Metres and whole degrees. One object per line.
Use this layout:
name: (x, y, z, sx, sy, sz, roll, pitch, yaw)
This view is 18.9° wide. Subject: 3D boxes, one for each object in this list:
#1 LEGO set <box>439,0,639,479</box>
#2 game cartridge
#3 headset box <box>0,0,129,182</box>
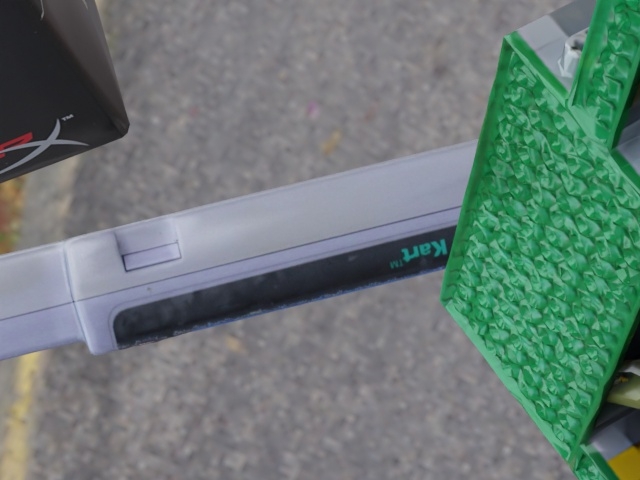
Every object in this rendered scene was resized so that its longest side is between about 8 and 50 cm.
LEGO set: (0.167, -0.019, 0.308, 0.192, 0.331, 0.255, -28, 57, -20)
game cartridge: (0.000, 0.000, 0.942, 0.230, 0.355, 0.068, -159, 56, -83)
headset box: (-0.186, -0.083, 0.327, 0.218, 0.293, 0.110, -20, 66, 6)
